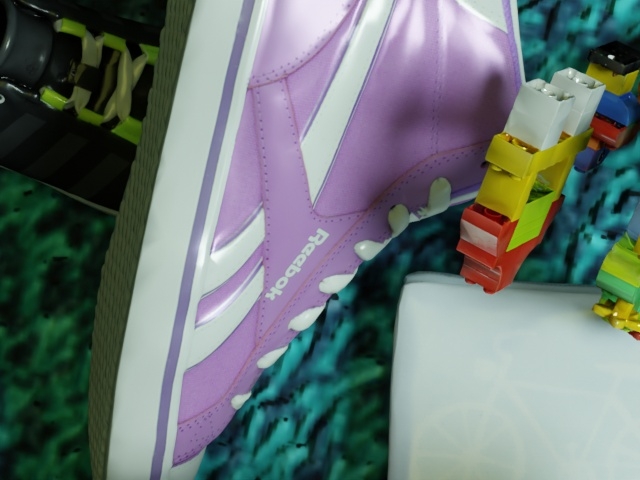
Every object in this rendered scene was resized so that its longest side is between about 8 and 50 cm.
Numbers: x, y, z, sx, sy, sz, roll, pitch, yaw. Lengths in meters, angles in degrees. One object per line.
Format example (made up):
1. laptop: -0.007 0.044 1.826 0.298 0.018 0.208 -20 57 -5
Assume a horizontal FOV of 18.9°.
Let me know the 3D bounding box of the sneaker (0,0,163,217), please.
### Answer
1. sneaker: -0.111 -0.061 0.817 0.234 0.097 0.084 11 82 8

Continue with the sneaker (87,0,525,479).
1. sneaker: 0.000 0.000 0.771 0.161 0.102 0.282 11 115 -15

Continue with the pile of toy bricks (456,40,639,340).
1. pile of toy bricks: 0.134 -0.007 0.744 0.118 0.212 0.105 29 114 20

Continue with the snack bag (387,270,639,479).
1. snack bag: 0.170 0.178 0.779 0.323 0.037 0.343 1 81 6
